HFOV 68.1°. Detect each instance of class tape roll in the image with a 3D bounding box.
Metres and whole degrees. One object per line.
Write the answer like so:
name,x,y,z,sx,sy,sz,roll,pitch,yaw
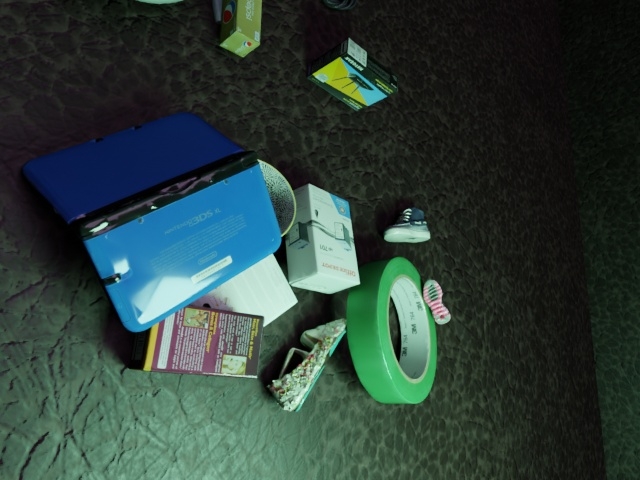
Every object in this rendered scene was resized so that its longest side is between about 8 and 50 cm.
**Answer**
tape roll,0.170,0.200,1.072,0.321,0.077,0.321,25,59,-53

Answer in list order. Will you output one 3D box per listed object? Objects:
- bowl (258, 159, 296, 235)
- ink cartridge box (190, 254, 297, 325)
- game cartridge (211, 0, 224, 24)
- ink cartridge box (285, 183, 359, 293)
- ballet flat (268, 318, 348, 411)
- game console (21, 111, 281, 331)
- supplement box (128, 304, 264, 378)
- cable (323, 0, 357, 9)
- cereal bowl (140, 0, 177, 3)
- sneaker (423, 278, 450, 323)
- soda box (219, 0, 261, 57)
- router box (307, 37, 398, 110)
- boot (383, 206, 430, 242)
bowl,-0.138,-0.060,0.866,0.170,0.080,0.170,12,63,-25
ink cartridge box,-0.147,0.102,0.876,0.179,0.045,0.145,-33,105,-24
game cartridge,-0.182,-0.466,0.974,0.083,0.017,0.056,-7,82,-45
ink cartridge box,0.000,0.000,0.970,0.139,0.082,0.191,18,57,-48
ballet flat,-0.019,0.225,0.936,0.077,0.091,0.241,35,46,6
game console,-0.242,-0.048,0.737,0.293,0.173,0.250,-32,118,-36
supplement box,-0.194,0.162,0.760,0.188,0.081,0.104,16,70,-33
cable,0.050,-0.674,1.224,0.184,0.047,0.151,-26,99,-45
cereal bowl,-0.314,-0.548,0.765,0.339,0.141,0.339,6,82,-47
sneaker,0.281,0.145,1.165,0.057,0.047,0.119,-76,146,-72
soda box,-0.157,-0.468,0.944,0.058,0.061,0.181,13,72,-41
router box,0.078,-0.387,1.125,0.179,0.133,0.046,21,66,-39
boot,0.218,-0.044,1.239,0.190,0.069,0.086,5,70,-52
